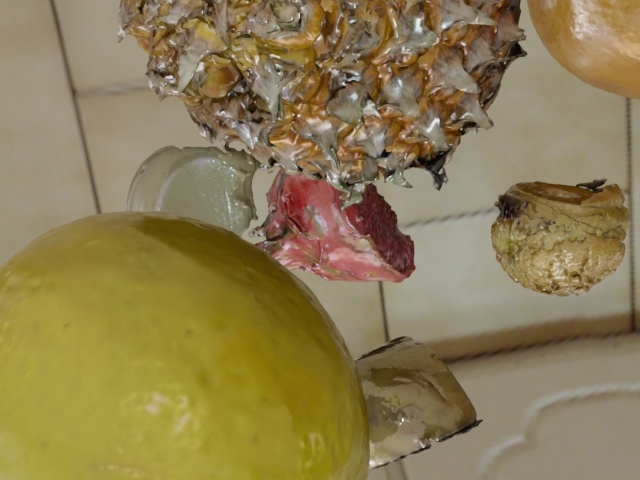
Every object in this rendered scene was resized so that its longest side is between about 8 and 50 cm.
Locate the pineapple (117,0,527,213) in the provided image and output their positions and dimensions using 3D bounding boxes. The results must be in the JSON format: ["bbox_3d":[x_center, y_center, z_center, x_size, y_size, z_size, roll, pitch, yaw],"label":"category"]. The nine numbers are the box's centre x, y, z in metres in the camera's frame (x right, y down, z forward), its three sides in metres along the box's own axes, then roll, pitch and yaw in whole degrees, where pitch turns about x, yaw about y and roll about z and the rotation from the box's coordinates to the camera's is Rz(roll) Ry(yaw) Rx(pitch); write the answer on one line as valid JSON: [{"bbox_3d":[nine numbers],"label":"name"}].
[{"bbox_3d":[-0.004,-0.216,1.236,0.352,0.352,0.300,-45,150,15],"label":"pineapple"}]

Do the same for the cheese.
[{"bbox_3d":[-0.166,-0.026,1.824,0.175,0.091,0.203,0,100,-15],"label":"cheese"}]

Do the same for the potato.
[{"bbox_3d":[0.048,0.157,1.312,0.138,0.243,0.098,-25,86,-12],"label":"potato"}]

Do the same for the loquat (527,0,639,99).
[{"bbox_3d":[0.416,-0.334,1.741,0.328,0.328,0.329,-3,117,-7],"label":"loquat"}]

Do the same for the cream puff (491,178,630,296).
[{"bbox_3d":[0.209,-0.002,1.222,0.119,0.133,0.104,6,107,9],"label":"cream puff"}]

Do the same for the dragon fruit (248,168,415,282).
[{"bbox_3d":[0.000,0.000,1.894,0.211,0.134,0.262,-18,135,26],"label":"dragon fruit"}]

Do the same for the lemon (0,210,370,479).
[{"bbox_3d":[-0.124,0.144,1.051,0.347,0.348,0.348,-3,117,-7],"label":"lemon"}]
